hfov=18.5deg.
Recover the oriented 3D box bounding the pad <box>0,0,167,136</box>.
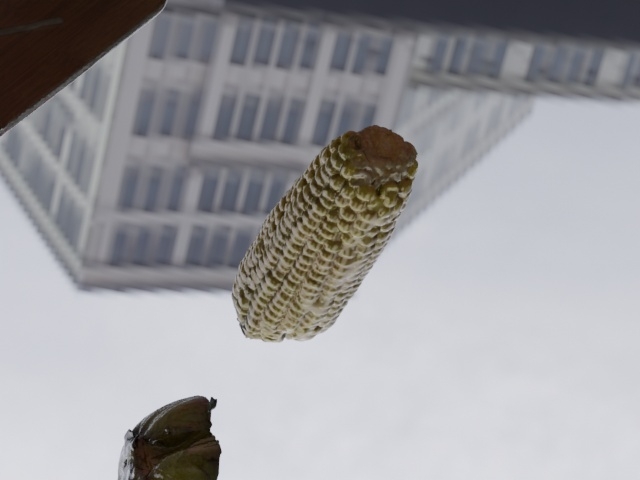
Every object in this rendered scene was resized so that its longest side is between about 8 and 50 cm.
[{"bbox_3d":[-0.284,-0.178,1.307,0.284,0.018,0.286,37,-130,12],"label":"pad"}]

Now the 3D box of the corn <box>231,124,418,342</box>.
[{"bbox_3d":[0.000,0.000,1.546,0.097,0.261,0.097,14,-130,-17],"label":"corn"}]

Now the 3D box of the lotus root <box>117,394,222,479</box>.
[{"bbox_3d":[-0.160,0.239,1.863,0.078,0.203,0.183,15,176,-19],"label":"lotus root"}]
